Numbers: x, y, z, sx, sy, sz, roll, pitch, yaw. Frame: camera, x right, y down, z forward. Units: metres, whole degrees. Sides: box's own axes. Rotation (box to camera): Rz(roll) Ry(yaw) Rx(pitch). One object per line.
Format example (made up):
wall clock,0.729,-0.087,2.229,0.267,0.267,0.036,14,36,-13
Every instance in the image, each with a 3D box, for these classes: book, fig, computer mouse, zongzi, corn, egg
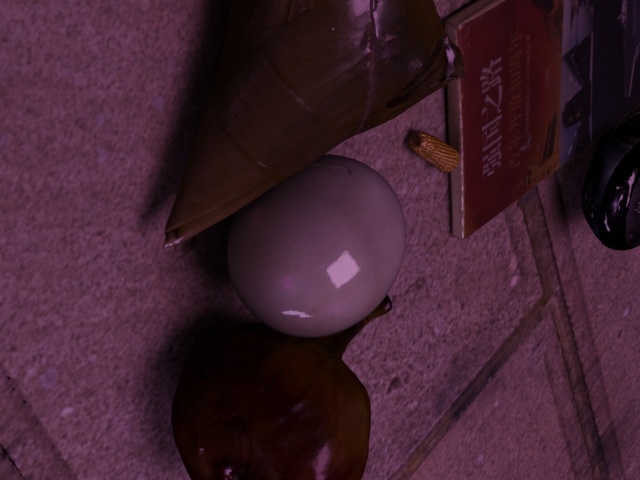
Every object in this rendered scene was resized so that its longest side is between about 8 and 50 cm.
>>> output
book,0.260,-0.195,1.801,0.374,0.028,0.262,-36,137,-35
fig,-0.018,0.155,1.546,0.290,0.191,0.190,-21,127,-65
computer mouse,0.370,-0.077,1.952,0.233,0.096,0.137,-26,137,-48
zongzi,-0.049,-0.167,1.344,0.300,0.145,0.274,-36,131,-15
corn,0.115,-0.088,1.678,0.028,0.027,0.083,-38,147,19
egg,0.000,0.000,1.473,0.209,0.151,0.151,-55,153,-60
